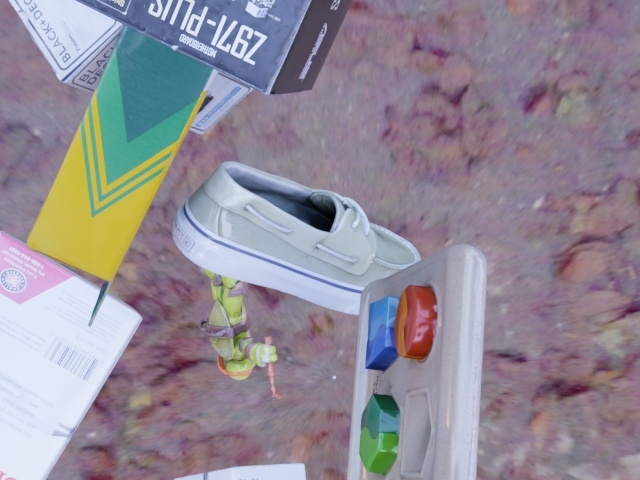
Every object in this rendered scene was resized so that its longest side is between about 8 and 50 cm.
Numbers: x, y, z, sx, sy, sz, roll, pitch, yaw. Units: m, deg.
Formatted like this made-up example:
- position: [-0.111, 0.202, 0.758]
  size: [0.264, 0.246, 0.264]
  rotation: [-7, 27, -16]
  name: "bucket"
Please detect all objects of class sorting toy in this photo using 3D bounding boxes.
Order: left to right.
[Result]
- position: [0.068, 0.168, 1.083]
  size: [0.041, 0.229, 0.307]
  rotation: [9, 78, -18]
  name: "sorting toy"

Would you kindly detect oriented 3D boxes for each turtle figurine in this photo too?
- position: [-0.128, 0.103, 1.766]
  size: [0.087, 0.269, 0.217]
  rotation: [-11, 104, -14]
  name: "turtle figurine"

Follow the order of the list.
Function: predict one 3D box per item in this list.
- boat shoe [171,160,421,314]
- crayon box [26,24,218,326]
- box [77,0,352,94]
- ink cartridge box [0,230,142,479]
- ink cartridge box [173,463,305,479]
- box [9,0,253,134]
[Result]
- position: [0.000, 0.000, 1.246]
  size: [0.094, 0.302, 0.109]
  rotation: [-52, 46, 28]
  name: "boat shoe"
- position: [-0.155, -0.112, 1.083]
  size: [0.083, 0.203, 0.323]
  rotation: [24, 121, -11]
  name: "crayon box"
- position: [-0.061, -0.167, 0.548]
  size: [0.180, 0.077, 0.147]
  rotation: [26, 103, 8]
  name: "box"
- position: [-0.381, 0.157, 1.547]
  size: [0.207, 0.117, 0.283]
  rotation: [32, 84, -13]
  name: "ink cartridge box"
- position: [-0.086, 0.300, 1.503]
  size: [0.104, 0.180, 0.060]
  rotation: [4, 74, -35]
  name: "ink cartridge box"
- position: [-0.200, -0.222, 1.326]
  size: [0.087, 0.290, 0.169]
  rotation: [-39, 71, 15]
  name: "box"
